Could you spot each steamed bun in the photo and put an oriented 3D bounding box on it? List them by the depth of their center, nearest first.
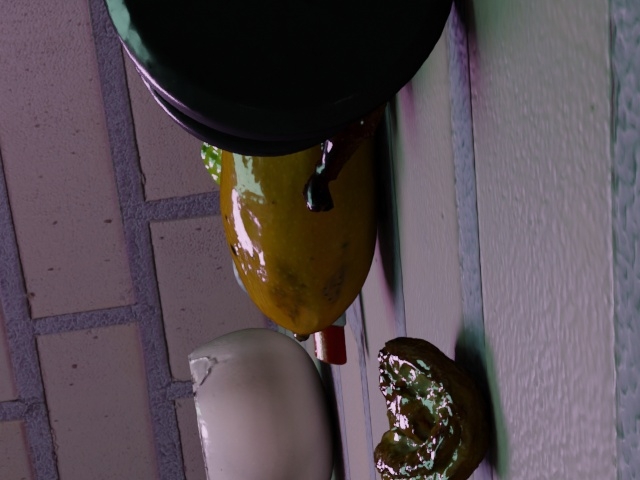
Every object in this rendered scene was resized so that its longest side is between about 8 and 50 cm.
[{"bbox_3d":[-0.084,0.290,2.221,0.324,0.206,0.324,170,90,-86],"label":"steamed bun"}]

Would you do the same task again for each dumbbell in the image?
[{"bbox_3d":[-0.033,-0.161,0.935,0.322,0.203,0.204,-164,67,-85],"label":"dumbbell"}]

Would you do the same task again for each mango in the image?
[{"bbox_3d":[-0.021,-0.081,1.277,0.187,0.144,0.359,-112,18,-62],"label":"mango"}]

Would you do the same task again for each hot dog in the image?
[{"bbox_3d":[0.069,0.114,0.946,0.147,0.065,0.099,-125,38,-85],"label":"hot dog"}]

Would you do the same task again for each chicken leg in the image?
[{"bbox_3d":[0.015,-0.131,1.147,0.048,0.089,0.219,-21,-73,-54],"label":"chicken leg"}]

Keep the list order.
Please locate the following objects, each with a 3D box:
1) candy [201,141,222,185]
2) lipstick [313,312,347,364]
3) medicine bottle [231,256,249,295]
[{"bbox_3d":[-0.034,-0.059,1.492,0.209,0.096,0.097,38,148,32],"label":"candy"},{"bbox_3d":[0.000,0.000,1.576,0.061,0.068,0.274,-14,-80,-63],"label":"lipstick"},{"bbox_3d":[-0.051,-0.015,1.813,0.168,0.135,0.135,-103,8,-52],"label":"medicine bottle"}]
